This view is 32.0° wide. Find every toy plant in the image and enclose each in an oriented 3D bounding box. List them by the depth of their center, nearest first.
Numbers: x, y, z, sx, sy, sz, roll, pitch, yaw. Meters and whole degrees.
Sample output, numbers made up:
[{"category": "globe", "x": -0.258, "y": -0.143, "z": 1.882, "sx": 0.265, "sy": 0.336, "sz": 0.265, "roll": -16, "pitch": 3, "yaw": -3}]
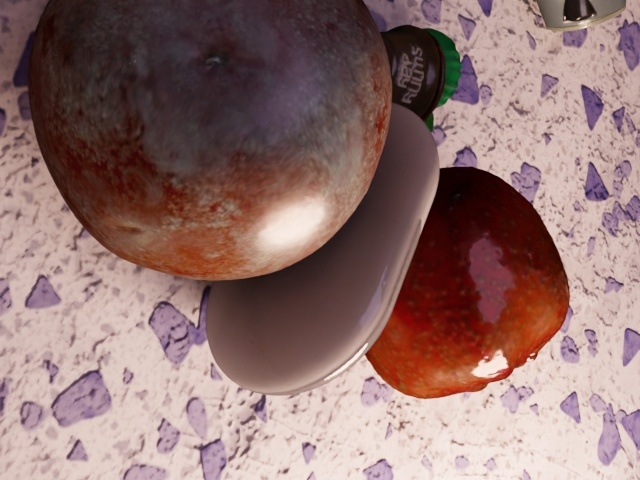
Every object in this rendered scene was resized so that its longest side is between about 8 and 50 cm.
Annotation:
[{"category": "toy plant", "x": 0.108, "y": -0.184, "z": 1.308, "sx": 0.200, "sy": 0.105, "sz": 0.143, "roll": 6, "pitch": 92, "yaw": -55}]

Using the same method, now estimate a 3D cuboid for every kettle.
[{"category": "kettle", "x": 0.339, "y": -0.426, "z": 1.529, "sx": 0.210, "sy": 0.160, "sz": 0.243, "roll": -67, "pitch": 143, "yaw": -60}]

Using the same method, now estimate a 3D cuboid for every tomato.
[{"category": "tomato", "x": -0.093, "y": -0.121, "z": 0.974, "sx": 0.317, "sy": 0.282, "sz": 0.316, "roll": 1, "pitch": 86, "yaw": -9}]

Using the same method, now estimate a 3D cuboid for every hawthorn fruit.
[{"category": "hawthorn fruit", "x": 0.132, "y": 0.018, "z": 1.236, "sx": 0.254, "sy": 0.254, "sz": 0.300, "roll": -23, "pitch": 88, "yaw": -42}]

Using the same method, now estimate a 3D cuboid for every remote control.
[{"category": "remote control", "x": 0.000, "y": 0.000, "z": 1.110, "sx": 0.103, "sy": 0.221, "sz": 0.332, "roll": 43, "pitch": 60, "yaw": -40}]
